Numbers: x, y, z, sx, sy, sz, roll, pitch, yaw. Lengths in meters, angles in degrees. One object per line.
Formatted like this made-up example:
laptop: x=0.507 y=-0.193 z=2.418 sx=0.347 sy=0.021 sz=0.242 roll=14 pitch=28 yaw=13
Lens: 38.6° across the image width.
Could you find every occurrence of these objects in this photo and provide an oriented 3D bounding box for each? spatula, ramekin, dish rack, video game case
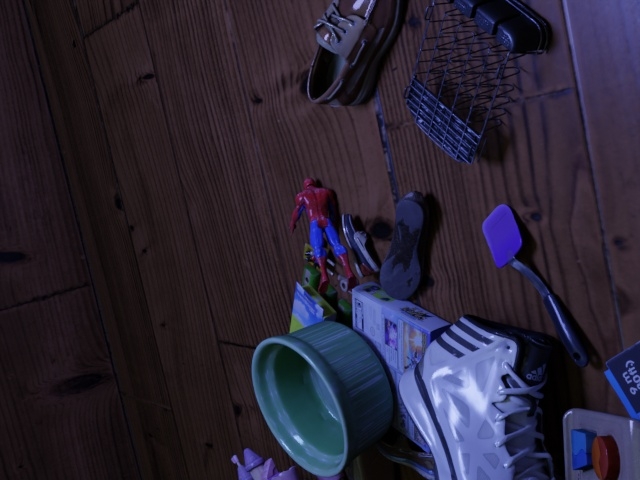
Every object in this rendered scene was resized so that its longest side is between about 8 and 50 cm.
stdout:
spatula: x=0.346 y=0.072 z=1.462 sx=0.296 sy=0.030 sz=0.084 roll=60 pitch=144 yaw=22
ramekin: x=0.008 y=0.311 z=1.858 sx=0.303 sy=0.148 sz=0.303 roll=31 pitch=132 yaw=41
dish rack: x=0.232 y=-0.267 z=1.451 sx=0.208 sy=0.074 sz=0.271 roll=51 pitch=144 yaw=35
video game case: x=0.159 y=0.247 z=1.813 sx=0.244 sy=0.061 sz=0.269 roll=29 pitch=128 yaw=51

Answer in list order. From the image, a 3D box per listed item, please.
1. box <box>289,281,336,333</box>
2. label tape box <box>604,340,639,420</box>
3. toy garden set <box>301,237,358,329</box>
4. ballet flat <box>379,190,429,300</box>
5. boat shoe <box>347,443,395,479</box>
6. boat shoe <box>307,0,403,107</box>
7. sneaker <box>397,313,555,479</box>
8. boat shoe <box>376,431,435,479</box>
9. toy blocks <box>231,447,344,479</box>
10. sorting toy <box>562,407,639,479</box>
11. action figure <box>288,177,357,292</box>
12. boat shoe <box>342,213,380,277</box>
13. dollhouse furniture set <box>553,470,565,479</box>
box: x=-0.018 y=0.181 z=1.993 sx=0.109 sy=0.042 sz=0.178 roll=44 pitch=140 yaw=37
label tape box: x=0.507 y=0.232 z=1.210 sx=0.240 sy=0.106 sz=0.333 roll=63 pitch=147 yaw=19
toy garden set: x=0.024 y=0.129 z=1.984 sx=0.244 sy=0.049 sz=0.203 roll=44 pitch=138 yaw=39
ballet flat: x=0.162 y=0.009 z=1.711 sx=0.084 sy=0.058 sz=0.249 roll=15 pitch=130 yaw=14
boat shoe: x=0.113 y=0.539 z=1.997 sx=0.092 sy=0.103 sz=0.285 roll=-143 pitch=41 yaw=-64
boat shoe: x=0.054 y=-0.368 z=1.635 sx=0.122 sy=0.120 sz=0.324 roll=50 pitch=142 yaw=33
sneaker: x=0.295 y=0.294 z=1.431 sx=0.257 sy=0.169 sz=0.447 roll=-60 pitch=41 yaw=29
boat shoe: x=0.188 y=0.419 z=1.854 sx=0.183 sy=0.066 sz=0.066 roll=17 pitch=114 yaw=43
toy blocks: x=-0.125 y=0.615 z=2.196 sx=0.260 sy=0.309 sz=0.288 roll=59 pitch=146 yaw=11
sorting toy: x=0.404 y=0.402 z=1.309 sx=0.229 sy=0.041 sz=0.307 roll=143 pitch=127 yaw=-79
action figure: x=0.000 y=0.000 z=1.898 sx=0.139 sy=0.092 sz=0.280 roll=101 pitch=160 yaw=-54
boat shoe: x=0.080 y=0.007 z=1.846 sx=0.043 sy=0.049 sz=0.137 roll=-21 pitch=81 yaw=17
dollhouse furniture set: x=0.385 y=0.512 z=1.550 sx=0.212 sy=0.161 sz=0.242 roll=30 pitch=106 yaw=49
